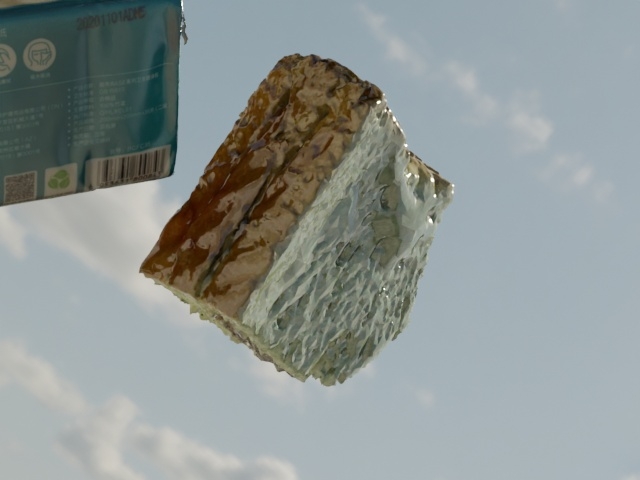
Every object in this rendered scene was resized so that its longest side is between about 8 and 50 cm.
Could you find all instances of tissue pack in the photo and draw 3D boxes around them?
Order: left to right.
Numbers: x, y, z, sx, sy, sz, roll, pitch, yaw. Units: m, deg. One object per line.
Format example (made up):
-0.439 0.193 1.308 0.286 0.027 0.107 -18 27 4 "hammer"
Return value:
-0.269 -0.138 1.447 0.134 0.271 0.192 41 -46 49 "tissue pack"

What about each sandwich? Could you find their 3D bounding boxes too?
0.000 -0.001 1.606 0.131 0.262 0.325 30 -6 29 "sandwich"
